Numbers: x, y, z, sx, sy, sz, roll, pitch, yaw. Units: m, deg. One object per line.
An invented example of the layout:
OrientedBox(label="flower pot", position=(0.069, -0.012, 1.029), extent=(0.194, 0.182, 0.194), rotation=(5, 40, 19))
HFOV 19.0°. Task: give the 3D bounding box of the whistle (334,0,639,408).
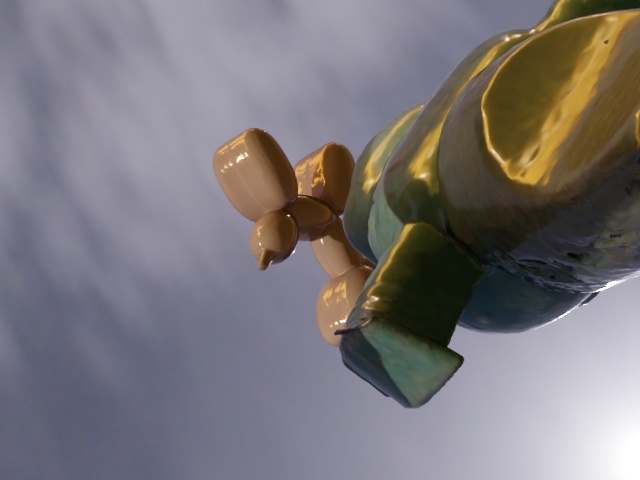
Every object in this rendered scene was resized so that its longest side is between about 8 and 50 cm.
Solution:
OrientedBox(label="whistle", position=(0.071, -0.019, 0.612), extent=(0.093, 0.274, 0.186), rotation=(35, -103, -4))

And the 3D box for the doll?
OrientedBox(label="doll", position=(0.000, 0.000, 1.417), extent=(0.161, 0.059, 0.160), rotation=(9, -122, -51))
